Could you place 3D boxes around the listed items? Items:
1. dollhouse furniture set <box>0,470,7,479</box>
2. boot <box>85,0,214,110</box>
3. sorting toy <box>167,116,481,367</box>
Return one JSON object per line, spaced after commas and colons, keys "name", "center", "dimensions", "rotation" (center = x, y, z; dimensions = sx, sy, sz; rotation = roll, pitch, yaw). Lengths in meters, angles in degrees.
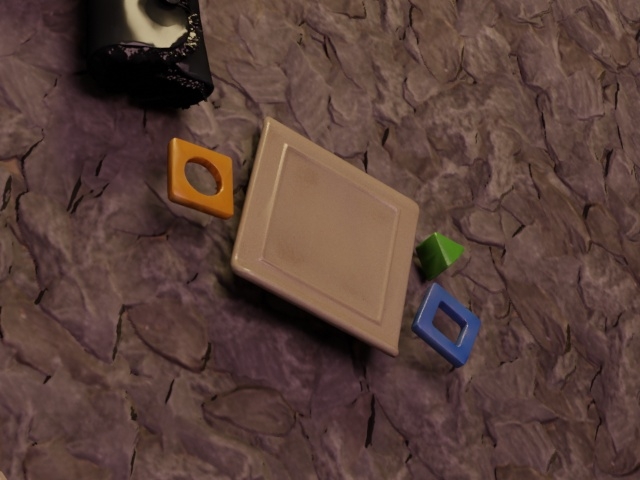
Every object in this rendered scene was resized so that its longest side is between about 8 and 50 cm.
{"name": "dollhouse furniture set", "center": [-0.298, 0.160, 1.082], "dimensions": [0.182, 0.101, 0.161], "rotation": [-32, 87, -44]}
{"name": "boot", "center": [-0.186, -0.242, 1.389], "dimensions": [0.246, 0.094, 0.207], "rotation": [31, 46, -43]}
{"name": "sorting toy", "center": [0.000, 0.000, 1.452], "dimensions": [0.347, 0.047, 0.196], "rotation": [29, 46, -23]}
